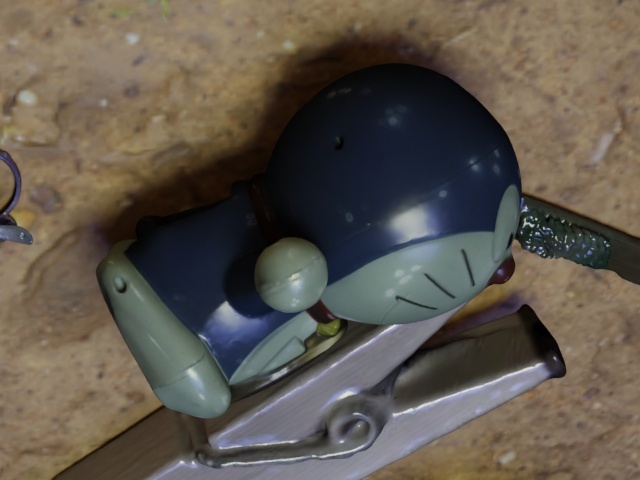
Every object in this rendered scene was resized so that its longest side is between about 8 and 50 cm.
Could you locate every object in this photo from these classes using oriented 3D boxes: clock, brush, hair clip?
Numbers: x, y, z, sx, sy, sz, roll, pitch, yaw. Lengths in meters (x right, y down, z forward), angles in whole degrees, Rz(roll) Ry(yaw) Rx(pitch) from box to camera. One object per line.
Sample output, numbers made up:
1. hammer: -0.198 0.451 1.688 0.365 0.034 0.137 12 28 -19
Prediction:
1. clock: 0.000 0.000 0.979 0.243 0.199 0.146 -31 91 6
2. brush: 0.201 0.013 1.139 0.190 0.027 0.034 19 116 -30
3. hair clip: -0.013 0.114 1.095 0.331 0.085 0.101 -31 125 5

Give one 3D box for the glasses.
1. glasses: -0.204 -0.021 0.926 0.062 0.104 0.140 -42 129 8
